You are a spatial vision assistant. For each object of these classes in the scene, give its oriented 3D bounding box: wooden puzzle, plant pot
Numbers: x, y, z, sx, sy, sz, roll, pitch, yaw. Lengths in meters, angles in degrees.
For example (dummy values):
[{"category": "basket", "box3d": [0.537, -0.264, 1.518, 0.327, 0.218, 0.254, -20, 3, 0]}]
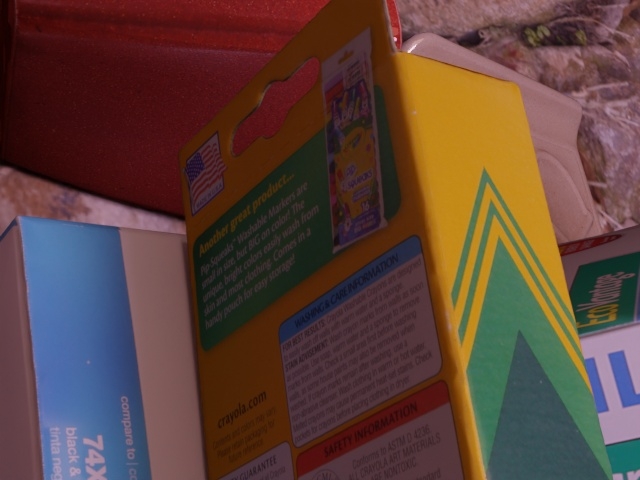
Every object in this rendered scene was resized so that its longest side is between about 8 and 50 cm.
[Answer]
[{"category": "wooden puzzle", "box3d": [0.165, 0.026, 1.013, 0.322, 0.080, 0.348, 10, 67, -52]}, {"category": "plant pot", "box3d": [-0.115, -0.176, 0.864, 0.235, 0.267, 0.267, -1, 63, -20]}]

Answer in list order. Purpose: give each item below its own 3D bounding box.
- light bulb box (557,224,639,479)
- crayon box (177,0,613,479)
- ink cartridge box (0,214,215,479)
[{"category": "light bulb box", "box3d": [0.256, 0.178, 0.736, 0.358, 0.225, 0.361, -29, 102, -71]}, {"category": "crayon box", "box3d": [0.024, 0.057, 0.575, 0.083, 0.203, 0.323, 9, 60, -34]}, {"category": "ink cartridge box", "box3d": [-0.085, 0.125, 0.731, 0.270, 0.198, 0.197, 6, 60, -34]}]
